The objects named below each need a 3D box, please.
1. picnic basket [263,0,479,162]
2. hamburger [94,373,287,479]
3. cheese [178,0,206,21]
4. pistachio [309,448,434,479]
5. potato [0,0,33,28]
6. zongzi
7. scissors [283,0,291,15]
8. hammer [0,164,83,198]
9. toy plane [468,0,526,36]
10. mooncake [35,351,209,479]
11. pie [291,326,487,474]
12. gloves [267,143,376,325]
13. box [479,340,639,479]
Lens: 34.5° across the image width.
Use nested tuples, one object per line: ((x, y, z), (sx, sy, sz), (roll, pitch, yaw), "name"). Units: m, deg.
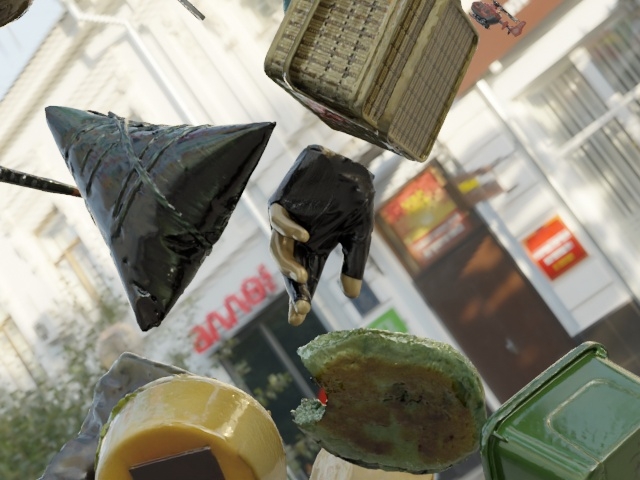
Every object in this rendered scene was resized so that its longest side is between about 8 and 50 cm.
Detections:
((0.085, -0.257, 1.430), (0.228, 0.175, 0.313), (-65, -24, -1), "picnic basket")
((-0.196, 0.337, 1.527), (0.300, 0.300, 0.176), (-38, 12, 18), "hamburger")
((-0.240, -0.386, 1.489), (0.037, 0.192, 0.097), (-50, 17, -3), "cheese")
((0.100, 0.503, 2.108), (0.321, 0.238, 0.229), (-55, -29, -2), "pistachio")
((-0.384, -0.298, 0.980), (0.165, 0.165, 0.262), (-36, -33, 8), "potato")
((-0.218, -0.108, 1.616), (0.319, 0.383, 0.362), (29, -69, -39), "zongzi")
((0.034, -0.377, 2.066), (0.032, 0.393, 0.180), (-17, -14, -39), "scissors")
((-0.438, -0.088, 1.782), (0.287, 0.033, 0.111), (14, -8, -36), "hammer")
((0.356, -0.460, 2.107), (0.060, 0.145, 0.037), (-52, -28, 12), "toy plane")
((-0.320, 0.403, 1.708), (0.394, 0.246, 0.393), (-25, -55, -51), "mooncake")
((0.101, 0.237, 1.508), (0.302, 0.302, 0.067), (-41, 18, 32), "pie")
((-0.001, -0.004, 1.720), (0.152, 0.197, 0.301), (-33, 39, 60), "gloves")
((0.363, 0.331, 1.360), (0.252, 0.329, 0.178), (-32, 30, -25), "box")
